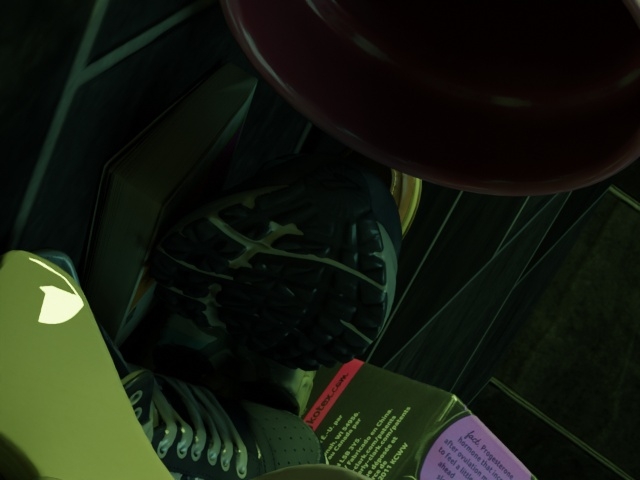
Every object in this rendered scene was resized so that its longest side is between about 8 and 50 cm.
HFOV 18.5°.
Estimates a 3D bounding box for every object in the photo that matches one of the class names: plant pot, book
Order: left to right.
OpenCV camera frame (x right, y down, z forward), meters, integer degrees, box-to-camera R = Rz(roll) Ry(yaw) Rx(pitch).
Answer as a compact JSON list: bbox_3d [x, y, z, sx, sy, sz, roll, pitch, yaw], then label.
[{"bbox_3d":[-0.076,-0.012,0.974,0.096,0.035,0.144,-49,168,-37],"label":"book"},{"bbox_3d":[0.078,-0.149,0.845,0.201,0.201,0.180,105,8,-60],"label":"plant pot"}]

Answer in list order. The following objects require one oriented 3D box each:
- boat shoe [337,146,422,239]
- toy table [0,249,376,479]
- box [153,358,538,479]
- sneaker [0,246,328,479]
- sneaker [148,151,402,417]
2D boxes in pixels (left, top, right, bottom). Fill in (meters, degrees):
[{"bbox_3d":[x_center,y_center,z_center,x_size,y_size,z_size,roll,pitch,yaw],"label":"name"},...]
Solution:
[{"bbox_3d":[0.000,0.000,1.204,0.060,0.064,0.178,-19,157,-46],"label":"boat shoe"},{"bbox_3d":[-0.087,0.147,0.707,0.274,0.161,0.252,-39,-147,45],"label":"toy table"},{"bbox_3d":[0.005,0.160,1.136,0.143,0.165,0.270,-51,-150,-14],"label":"box"},{"bbox_3d":[-0.082,0.082,0.898,0.282,0.099,0.153,-5,132,-44],"label":"sneaker"},{"bbox_3d":[-0.020,-0.001,0.979,0.283,0.110,0.122,127,-13,-68],"label":"sneaker"}]
